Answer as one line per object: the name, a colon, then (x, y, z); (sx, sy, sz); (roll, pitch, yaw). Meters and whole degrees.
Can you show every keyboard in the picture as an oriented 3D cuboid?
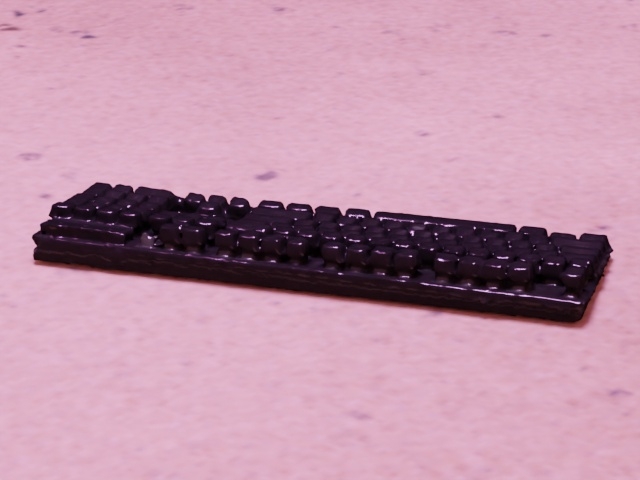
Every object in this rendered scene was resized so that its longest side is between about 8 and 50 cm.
keyboard: (0.000, 0.000, 0.672); (0.195, 0.018, 0.060); (6, 22, 15)
